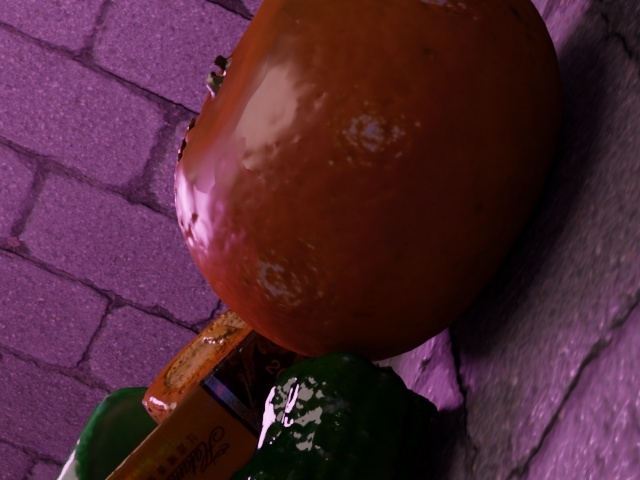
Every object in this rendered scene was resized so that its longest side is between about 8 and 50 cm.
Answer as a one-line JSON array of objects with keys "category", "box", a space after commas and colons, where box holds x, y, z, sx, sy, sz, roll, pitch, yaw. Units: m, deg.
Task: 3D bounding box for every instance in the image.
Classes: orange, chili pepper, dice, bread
[{"category": "orange", "box": [0.040, -0.095, 1.146, 0.424, 0.326, 0.423, -155, 90, -84]}, {"category": "chili pepper", "box": [-0.019, 0.277, 1.013, 0.213, 0.168, 0.384, 124, 165, -67]}, {"category": "dice", "box": [-0.273, 0.427, 1.823, 0.287, 0.297, 0.300, -71, 8, -47]}, {"category": "bread", "box": [-0.127, 0.190, 1.748, 0.153, 0.119, 0.288, 11, 46, 48]}]

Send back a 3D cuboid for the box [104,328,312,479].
[{"category": "box", "box": [-0.160, 0.289, 1.473, 0.415, 0.116, 0.264, -45, -11, -13]}]
